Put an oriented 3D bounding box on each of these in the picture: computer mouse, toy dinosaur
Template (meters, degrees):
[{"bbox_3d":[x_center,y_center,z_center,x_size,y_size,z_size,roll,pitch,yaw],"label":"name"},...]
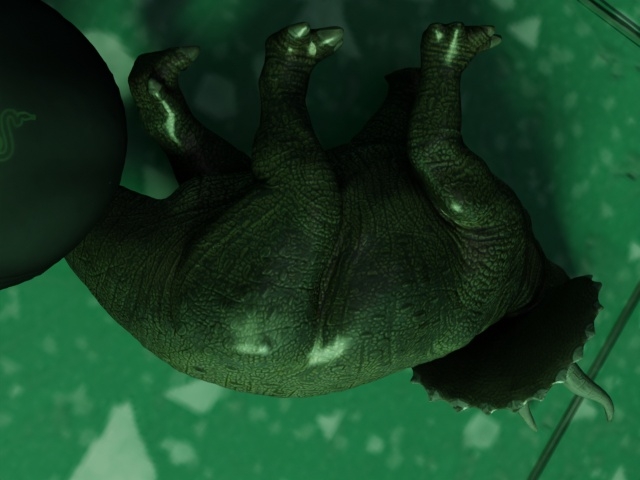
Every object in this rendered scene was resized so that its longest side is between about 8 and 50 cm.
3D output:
[{"bbox_3d":[-0.204,-0.023,0.508,0.272,0.072,0.188,-8,96,-5],"label":"computer mouse"},{"bbox_3d":[0.000,0.000,0.588,0.313,0.121,0.160,1,82,-24],"label":"toy dinosaur"}]
